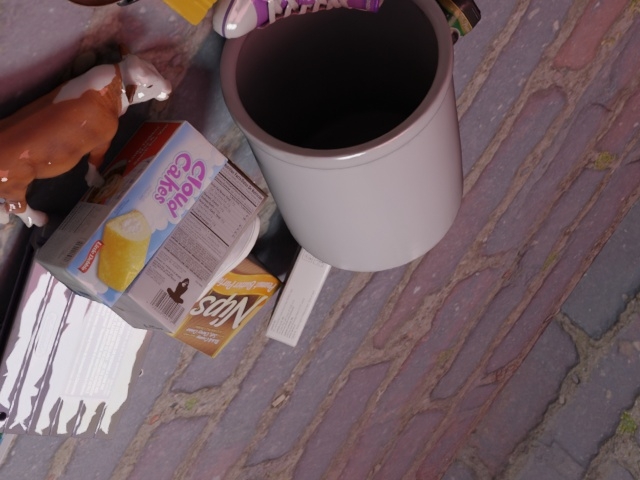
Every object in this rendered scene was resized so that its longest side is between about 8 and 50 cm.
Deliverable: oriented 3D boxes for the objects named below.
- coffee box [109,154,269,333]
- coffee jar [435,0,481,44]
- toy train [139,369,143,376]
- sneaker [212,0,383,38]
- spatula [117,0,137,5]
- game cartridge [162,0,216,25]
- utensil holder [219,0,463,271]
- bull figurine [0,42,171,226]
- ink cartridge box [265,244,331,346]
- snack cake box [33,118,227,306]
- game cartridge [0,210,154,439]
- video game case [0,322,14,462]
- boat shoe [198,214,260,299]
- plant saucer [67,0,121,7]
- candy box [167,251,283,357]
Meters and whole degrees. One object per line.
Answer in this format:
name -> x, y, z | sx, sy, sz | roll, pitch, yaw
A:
coffee box -> -0.202, 0.004, 1.934 | 0.098, 0.141, 0.246 | 43, 68, -25
coffee jar -> 0.178, -0.340, 2.221 | 0.184, 0.079, 0.096 | -45, 149, 2
toy train -> -0.387, 0.252, 2.296 | 0.166, 0.046, 0.125 | -42, 153, 2
sneaker -> -0.007, -0.347, 1.852 | 0.282, 0.161, 0.102 | -42, 161, -18
spatula -> -0.151, -0.371, 1.804 | 0.296, 0.030, 0.084 | -28, 150, -28
game cartridge -> -0.138, -0.453, 1.658 | 0.324, 0.052, 0.285 | -51, 144, 6
utensil holder -> 0.051, -0.170, 2.036 | 0.327, 0.327, 0.385 | -40, 154, -10
bull figurine -> -0.340, -0.134, 1.793 | 0.310, 0.101, 0.188 | -30, 150, -26
ink cartridge box -> 0.000, 0.000, 2.394 | 0.261, 0.066, 0.296 | -72, -175, -57
snack cake box -> -0.265, -0.043, 1.879 | 0.089, 0.152, 0.264 | 43, 75, -23
game cartridge -> -0.363, 0.134, 2.034 | 0.230, 0.068, 0.355 | 8, 112, -36
video game case -> -0.573, 0.262, 2.076 | 0.300, 0.036, 0.329 | -4, 131, -50
boat shoe -> -0.170, 0.019, 2.086 | 0.184, 0.066, 0.063 | -42, 152, 6
plant saucer -> -0.254, -0.353, 1.586 | 0.168, 0.029, 0.168 | -25, 141, -22
candy box -> -0.208, 0.069, 2.241 | 0.183, 0.087, 0.316 | -46, 151, 2
